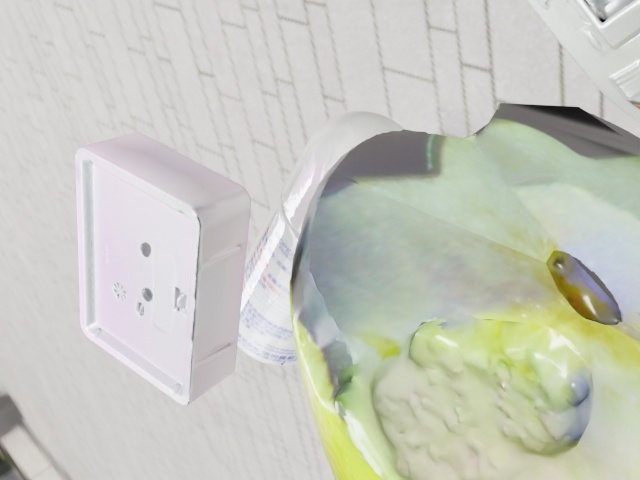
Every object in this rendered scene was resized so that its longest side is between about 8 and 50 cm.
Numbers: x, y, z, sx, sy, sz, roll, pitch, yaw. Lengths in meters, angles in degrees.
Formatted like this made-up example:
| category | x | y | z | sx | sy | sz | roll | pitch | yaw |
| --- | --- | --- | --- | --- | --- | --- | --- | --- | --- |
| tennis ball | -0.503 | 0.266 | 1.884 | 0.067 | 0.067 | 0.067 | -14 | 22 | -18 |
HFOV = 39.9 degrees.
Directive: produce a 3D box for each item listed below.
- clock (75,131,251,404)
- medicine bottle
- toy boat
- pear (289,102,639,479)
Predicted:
| category | x | y | z | sx | sy | sz | roll | pitch | yaw |
| --- | --- | --- | --- | --- | --- | --- | --- | --- | --- |
| clock | -0.136 | 0.024 | 0.752 | 0.150 | 0.063 | 0.197 | 28 | 127 | 29 |
| medicine bottle | 0.000 | 0.000 | 0.959 | 0.130 | 0.130 | 0.341 | 49 | 140 | 16 |
| toy boat | 0.299 | -0.192 | 0.809 | 0.129 | 0.088 | 0.295 | -34 | 110 | 29 |
| pear | 0.149 | 0.095 | 0.598 | 0.399 | 0.399 | 0.165 | 47 | 139 | 18 |
